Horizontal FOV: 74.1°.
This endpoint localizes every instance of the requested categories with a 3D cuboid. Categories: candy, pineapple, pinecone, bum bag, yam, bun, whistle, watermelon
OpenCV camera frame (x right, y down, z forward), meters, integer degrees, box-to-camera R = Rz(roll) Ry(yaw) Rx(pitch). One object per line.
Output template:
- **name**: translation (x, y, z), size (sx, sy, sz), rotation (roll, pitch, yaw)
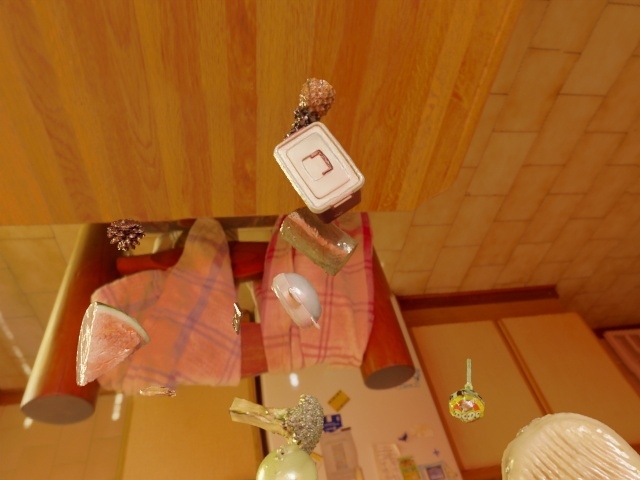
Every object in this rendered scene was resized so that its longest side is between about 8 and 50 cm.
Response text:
- **candy**: translation (0.429, 0.424, 1.249), size (0.091, 0.305, 0.083), rotation (5, 105, 18)
- **pineapple**: translation (-0.044, -0.437, 1.486), size (0.128, 0.128, 0.248), rotation (26, 88, -33)
- **pinecone**: translation (-0.757, -0.022, 1.660), size (0.140, 0.140, 0.121), rotation (4, 113, -17)
- **bum bag**: translation (-0.457, 0.432, 2.342), size (0.026, 0.109, 0.159), rotation (-5, 124, -30)
- **yam**: translation (0.000, 0.000, 1.537), size (0.161, 0.268, 0.161), rotation (-44, 158, -23)
- **bun**: translation (0.605, 0.602, 0.992), size (0.326, 0.362, 0.234), rotation (-2, 152, 36)
- **whistle**: translation (-0.072, 0.572, 0.926), size (0.141, 0.141, 0.294), rotation (-3, 110, -11)
- **watermelon**: translation (-0.773, 0.391, 1.587), size (0.222, 0.319, 0.292), rotation (8, 171, -31)

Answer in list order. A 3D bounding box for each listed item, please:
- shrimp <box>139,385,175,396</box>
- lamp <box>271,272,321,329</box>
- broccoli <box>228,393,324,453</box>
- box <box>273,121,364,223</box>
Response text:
- **shrimp**: translation (-0.435, 0.406, 1.149), size (0.108, 0.023, 0.059), rotation (-2, 178, 10)
- **lamp**: translation (-0.069, 0.166, 1.277), size (0.108, 0.246, 0.179), rotation (-34, 112, -8)
- **broccoli**: translation (-0.156, 0.667, 1.549), size (0.361, 0.221, 0.252), rotation (-8, 143, 38)
- **box**: translation (0.003, -0.206, 1.357), size (0.193, 0.294, 0.167), rotation (-33, 159, -1)
